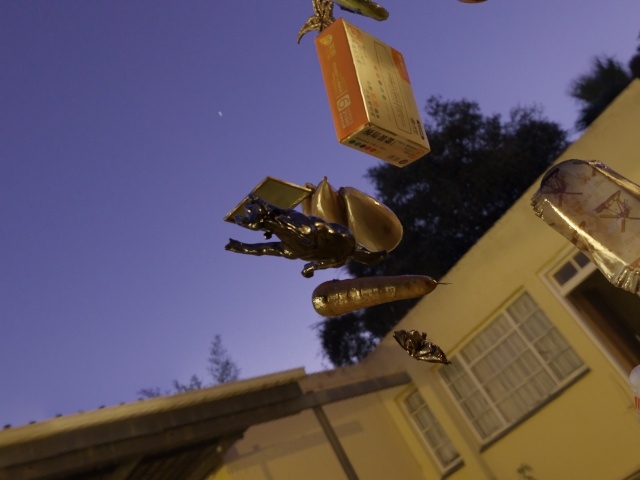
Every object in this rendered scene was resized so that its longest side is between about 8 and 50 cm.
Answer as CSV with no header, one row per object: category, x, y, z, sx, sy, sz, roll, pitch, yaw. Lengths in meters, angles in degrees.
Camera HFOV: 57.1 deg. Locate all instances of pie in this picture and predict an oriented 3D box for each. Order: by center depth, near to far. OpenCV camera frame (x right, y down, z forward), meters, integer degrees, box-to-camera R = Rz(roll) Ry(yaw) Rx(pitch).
pie,0.037,-0.263,0.655,0.084,0.084,0.021,-1,-58,-42

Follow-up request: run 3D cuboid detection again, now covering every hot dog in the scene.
hot dog,0.344,-0.025,0.699,0.108,0.191,0.059,-44,-34,8

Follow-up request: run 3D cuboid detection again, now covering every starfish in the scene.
starfish,0.003,-0.568,1.513,0.057,0.213,0.238,-22,12,-27

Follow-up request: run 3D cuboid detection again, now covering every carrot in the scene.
carrot,0.112,0.097,1.141,0.298,0.078,0.078,-13,-18,33

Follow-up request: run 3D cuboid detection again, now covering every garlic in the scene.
garlic,0.079,-0.050,1.548,0.325,0.279,0.132,46,-120,-70

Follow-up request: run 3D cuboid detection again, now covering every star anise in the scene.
star anise,0.192,0.204,1.159,0.056,0.124,0.129,-59,-40,-7

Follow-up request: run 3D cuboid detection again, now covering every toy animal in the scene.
toy animal,-0.025,0.004,0.779,0.233,0.148,0.084,22,-95,-36

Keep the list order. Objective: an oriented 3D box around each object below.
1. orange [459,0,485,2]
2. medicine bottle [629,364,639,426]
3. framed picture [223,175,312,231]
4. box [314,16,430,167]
orange,0.391,-0.671,1.478,0.157,0.134,0.156,-28,-25,-15
medicine bottle,0.827,0.412,1.268,0.241,0.302,0.241,-11,-7,-1
framed picture,-0.133,-0.087,1.471,0.136,0.010,0.201,16,-40,-37
box,0.108,-0.308,1.240,0.091,0.273,0.221,-30,-26,37
